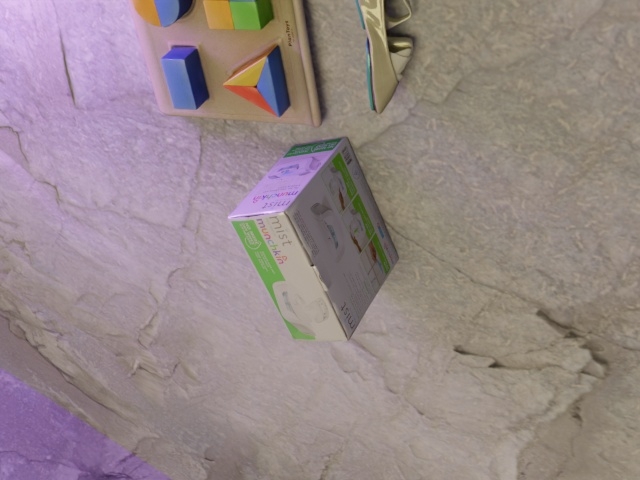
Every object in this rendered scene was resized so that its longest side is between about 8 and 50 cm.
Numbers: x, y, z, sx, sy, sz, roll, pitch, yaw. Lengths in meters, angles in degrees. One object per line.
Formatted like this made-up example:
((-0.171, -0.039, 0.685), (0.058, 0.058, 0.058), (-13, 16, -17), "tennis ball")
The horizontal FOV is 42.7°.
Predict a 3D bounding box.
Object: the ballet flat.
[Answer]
((0.094, -0.298, 1.172), (0.086, 0.086, 0.248), (8, 129, 28), "ballet flat")

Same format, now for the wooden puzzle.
((-0.177, -0.326, 1.316), (0.348, 0.080, 0.322), (10, 131, 26), "wooden puzzle")

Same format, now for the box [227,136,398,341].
((0.000, 0.000, 1.373), (0.127, 0.231, 0.262), (-4, 124, 35), "box")
